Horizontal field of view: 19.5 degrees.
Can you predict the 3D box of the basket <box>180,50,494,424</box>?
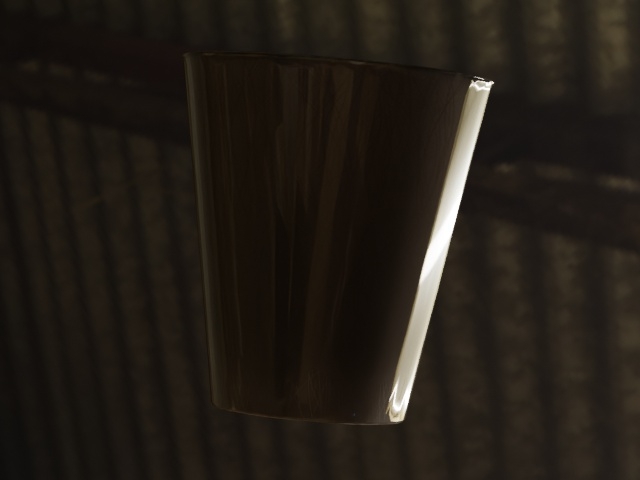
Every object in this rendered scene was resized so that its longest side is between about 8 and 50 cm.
[{"bbox_3d":[0.000,0.000,1.209,0.154,0.204,0.226,174,-78,-89],"label":"basket"}]
